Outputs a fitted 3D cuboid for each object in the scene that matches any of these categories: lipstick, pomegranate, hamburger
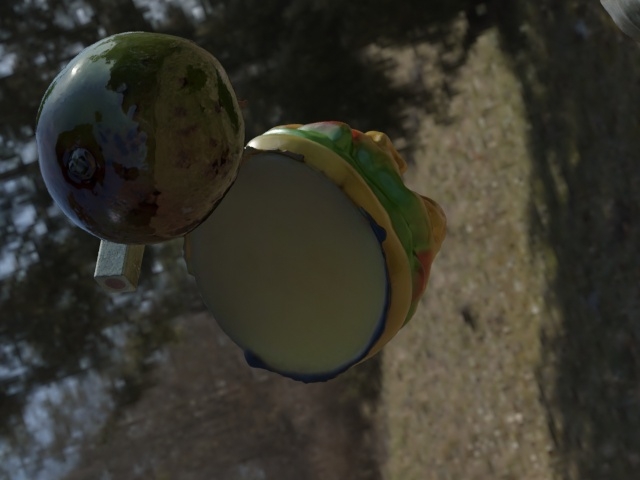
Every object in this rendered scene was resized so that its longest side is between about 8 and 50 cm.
[{"bbox_3d":[-0.171,-0.016,1.221,0.030,0.030,0.129,61,-151,-52],"label":"lipstick"},{"bbox_3d":[-0.096,-0.056,0.782,0.130,0.130,0.130,-20,-90,-86],"label":"pomegranate"},{"bbox_3d":[0.000,0.000,1.222,0.149,0.237,0.237,-36,-71,-52],"label":"hamburger"}]

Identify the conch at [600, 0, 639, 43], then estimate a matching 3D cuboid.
[{"bbox_3d":[0.295,-0.277,1.104,0.263,0.186,0.324,30,171,-3],"label":"conch"}]
